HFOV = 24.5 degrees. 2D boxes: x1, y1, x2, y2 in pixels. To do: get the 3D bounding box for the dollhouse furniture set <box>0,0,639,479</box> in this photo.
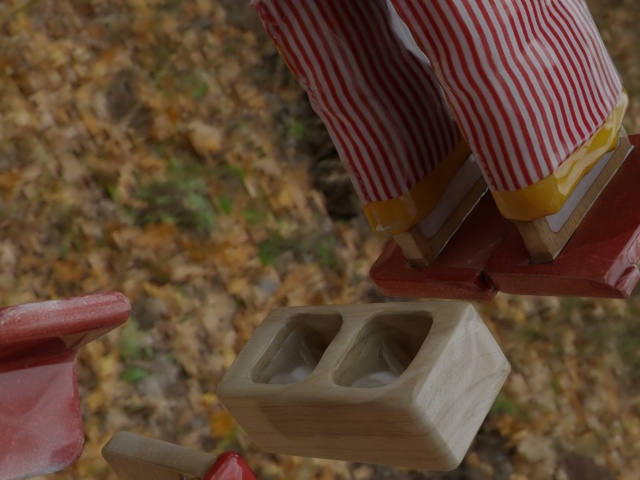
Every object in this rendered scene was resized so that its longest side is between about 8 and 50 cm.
[{"bbox_3d":[0.000,0.000,0.600,0.374,0.152,0.201,-52,122,-34],"label":"dollhouse furniture set"}]
